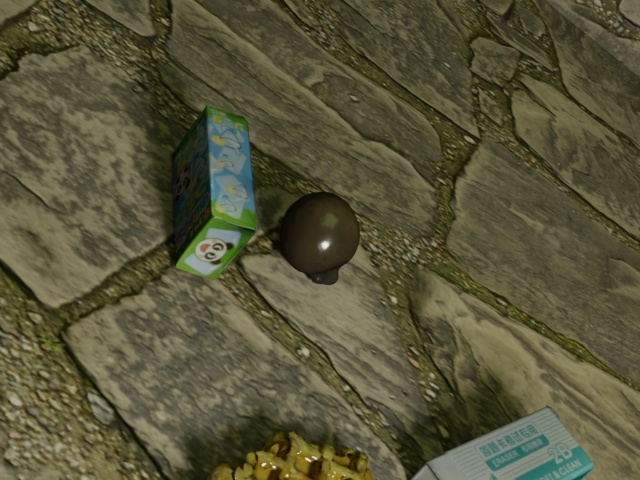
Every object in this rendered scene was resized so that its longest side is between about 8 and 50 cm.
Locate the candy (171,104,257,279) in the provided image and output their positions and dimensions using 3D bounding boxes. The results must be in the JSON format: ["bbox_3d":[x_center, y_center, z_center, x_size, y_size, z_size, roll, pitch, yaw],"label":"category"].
[{"bbox_3d":[-0.127,-0.059,1.231,0.062,0.097,0.194,20,40,-28],"label":"candy"}]

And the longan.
[{"bbox_3d":[0.000,0.000,1.296,0.106,0.106,0.119,-28,115,-52],"label":"longan"}]

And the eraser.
[{"bbox_3d":[0.214,0.270,1.217,0.225,0.052,0.095,-13,57,-40],"label":"eraser"}]

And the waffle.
[{"bbox_3d":[0.003,0.305,1.005,0.291,0.051,0.291,25,36,-20],"label":"waffle"}]
